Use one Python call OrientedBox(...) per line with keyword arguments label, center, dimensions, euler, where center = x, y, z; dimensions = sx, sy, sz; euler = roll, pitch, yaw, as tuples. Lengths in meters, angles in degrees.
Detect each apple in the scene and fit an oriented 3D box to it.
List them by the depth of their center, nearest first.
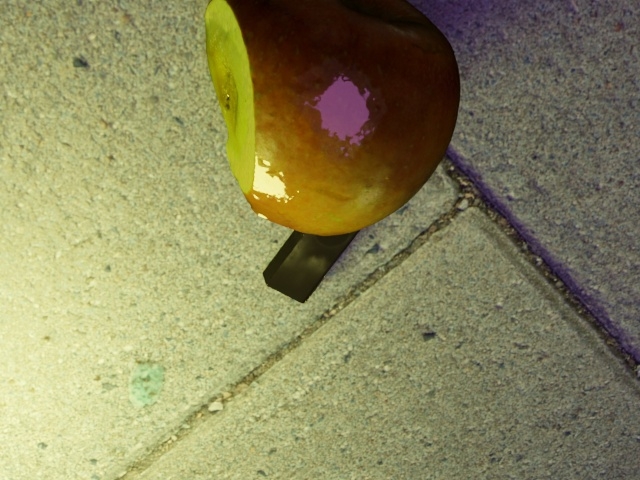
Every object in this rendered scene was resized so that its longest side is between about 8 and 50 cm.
OrientedBox(label="apple", center=(-0.003, -0.198, 1.572), dimensions=(0.384, 0.374, 0.374), euler=(31, 112, 7))

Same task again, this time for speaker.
OrientedBox(label="speaker", center=(0.000, 0.000, 1.830), dimensions=(0.082, 0.044, 0.218), euler=(30, 110, -25))
